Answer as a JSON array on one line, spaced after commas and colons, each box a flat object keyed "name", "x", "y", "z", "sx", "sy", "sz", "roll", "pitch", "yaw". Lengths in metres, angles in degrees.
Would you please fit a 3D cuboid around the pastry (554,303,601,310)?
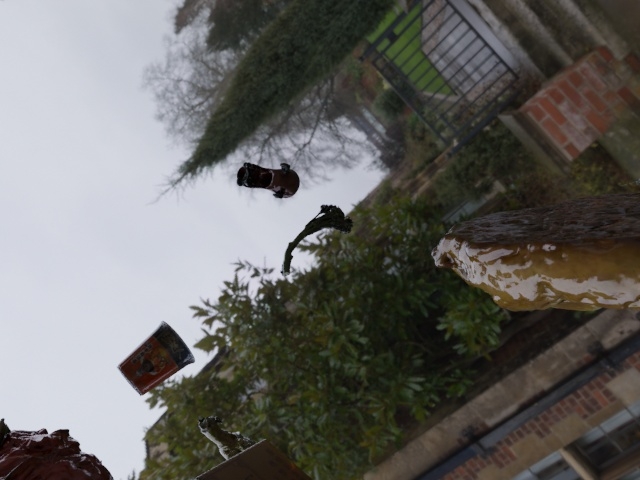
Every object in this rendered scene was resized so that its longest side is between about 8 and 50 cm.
[{"name": "pastry", "x": 0.443, "y": 0.076, "z": 0.892, "sx": 0.156, "sy": 0.156, "sz": 0.092, "roll": 31, "pitch": -120, "yaw": -41}]

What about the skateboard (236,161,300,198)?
[{"name": "skateboard", "x": -0.100, "y": -0.120, "z": 0.968, "sx": 0.151, "sy": 0.067, "sz": 0.080, "roll": 16, "pitch": -177, "yaw": 39}]

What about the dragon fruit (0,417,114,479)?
[{"name": "dragon fruit", "x": -0.372, "y": 0.384, "z": 0.556, "sx": 0.277, "sy": 0.277, "sz": 0.343, "roll": 25, "pitch": -129, "yaw": -49}]

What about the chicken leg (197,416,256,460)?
[{"name": "chicken leg", "x": -0.256, "y": 0.582, "z": 1.412, "sx": 0.228, "sy": 0.088, "sz": 0.103, "roll": 47, "pitch": 180, "yaw": -22}]

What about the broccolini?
[{"name": "broccolini", "x": -0.005, "y": 0.005, "z": 1.261, "sx": 0.271, "sy": 0.123, "sz": 0.062, "roll": -53, "pitch": -41, "yaw": -36}]

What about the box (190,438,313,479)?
[{"name": "box", "x": -0.109, "y": 0.513, "z": 0.848, "sx": 0.264, "sy": 0.116, "sz": 0.415, "roll": 34, "pitch": -178, "yaw": 20}]

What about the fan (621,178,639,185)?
[{"name": "fan", "x": 0.554, "y": -0.104, "z": 0.836, "sx": 0.060, "sy": 0.080, "sz": 0.003, "roll": 18, "pitch": -129, "yaw": -55}]

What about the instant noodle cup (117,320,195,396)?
[{"name": "instant noodle cup", "x": -0.370, "y": 0.267, "z": 1.095, "sx": 0.135, "sy": 0.127, "sz": 0.127, "roll": -39, "pitch": -95, "yaw": -28}]

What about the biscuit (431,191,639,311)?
[{"name": "biscuit", "x": 0.258, "y": 0.007, "z": 0.425, "sx": 0.334, "sy": 0.289, "sz": 0.081, "roll": -12, "pitch": -84, "yaw": -48}]
